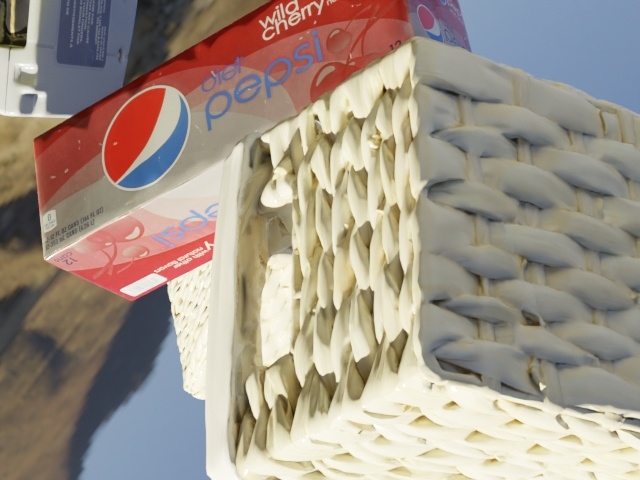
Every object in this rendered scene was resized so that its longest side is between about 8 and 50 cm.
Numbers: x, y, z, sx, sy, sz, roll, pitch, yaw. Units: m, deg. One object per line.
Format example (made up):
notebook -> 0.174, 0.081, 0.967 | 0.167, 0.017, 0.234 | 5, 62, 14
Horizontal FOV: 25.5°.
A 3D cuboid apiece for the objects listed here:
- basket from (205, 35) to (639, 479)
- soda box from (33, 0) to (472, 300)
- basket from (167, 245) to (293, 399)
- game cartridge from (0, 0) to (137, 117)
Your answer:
basket -> 0.063, 0.023, 0.417 | 0.103, 0.167, 0.113 | -35, -134, 49
soda box -> -0.041, -0.064, 0.817 | 0.263, 0.083, 0.092 | -26, -123, 24
basket -> 0.000, 0.000, 1.697 | 0.331, 0.328, 0.266 | 116, -31, -48
game cartridge -> -0.215, -0.253, 1.233 | 0.196, 0.060, 0.294 | -8, 105, -69
